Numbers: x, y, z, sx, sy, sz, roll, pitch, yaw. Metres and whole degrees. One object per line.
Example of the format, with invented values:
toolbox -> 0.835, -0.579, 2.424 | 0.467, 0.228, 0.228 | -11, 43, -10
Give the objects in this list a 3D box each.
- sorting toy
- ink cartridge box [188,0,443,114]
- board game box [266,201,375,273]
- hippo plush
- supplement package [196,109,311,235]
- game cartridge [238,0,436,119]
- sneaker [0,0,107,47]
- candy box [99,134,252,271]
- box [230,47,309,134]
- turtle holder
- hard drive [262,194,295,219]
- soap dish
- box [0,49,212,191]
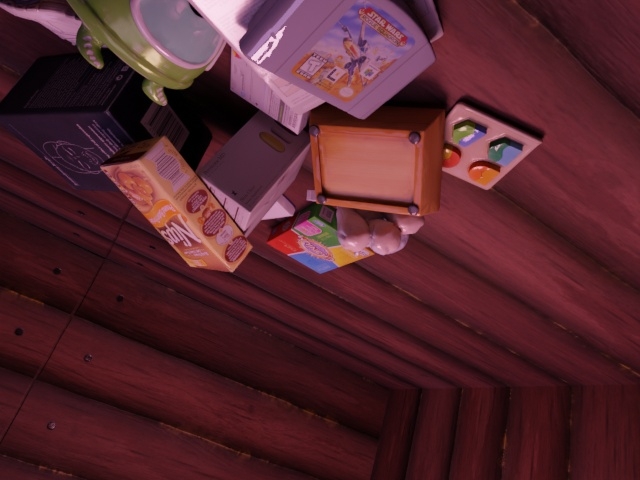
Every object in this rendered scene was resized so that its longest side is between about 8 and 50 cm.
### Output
sorting toy -> 0.330, -0.190, 1.001 | 0.193, 0.038, 0.208 | 22, 153, -7
ink cartridge box -> -0.008, -0.387, 0.710 | 0.308, 0.091, 0.385 | -24, 153, 19
board game box -> 0.000, 0.000, 1.533 | 0.242, 0.064, 0.316 | 31, 150, -22
hippo plush -> 0.119, -0.032, 1.214 | 0.294, 0.234, 0.236 | 11, 151, 15
supplement package -> -0.164, -0.153, 1.113 | 0.145, 0.262, 0.204 | 35, 152, -1
game cartridge -> 0.047, -0.308, 0.735 | 0.297, 0.062, 0.198 | 12, 148, -45
sneaker -> -0.537, -0.464, 0.976 | 0.297, 0.111, 0.129 | 19, 159, 2
candy box -> -0.311, -0.070, 1.027 | 0.183, 0.087, 0.316 | 3, 137, 44
box -> -0.103, -0.325, 0.975 | 0.186, 0.038, 0.145 | 33, 153, 5
turtle holder -> -0.291, -0.416, 0.768 | 0.227, 0.243, 0.320 | -33, 123, 19
hard drive -> -0.263, -0.134, 1.477 | 0.319, 0.040, 0.210 | -5, 144, 38
soap dish -> 0.112, -0.171, 1.006 | 0.291, 0.118, 0.229 | 9, 124, 22
box -> -0.536, -0.288, 1.180 | 0.396, 0.212, 0.293 | 5, 150, 23
